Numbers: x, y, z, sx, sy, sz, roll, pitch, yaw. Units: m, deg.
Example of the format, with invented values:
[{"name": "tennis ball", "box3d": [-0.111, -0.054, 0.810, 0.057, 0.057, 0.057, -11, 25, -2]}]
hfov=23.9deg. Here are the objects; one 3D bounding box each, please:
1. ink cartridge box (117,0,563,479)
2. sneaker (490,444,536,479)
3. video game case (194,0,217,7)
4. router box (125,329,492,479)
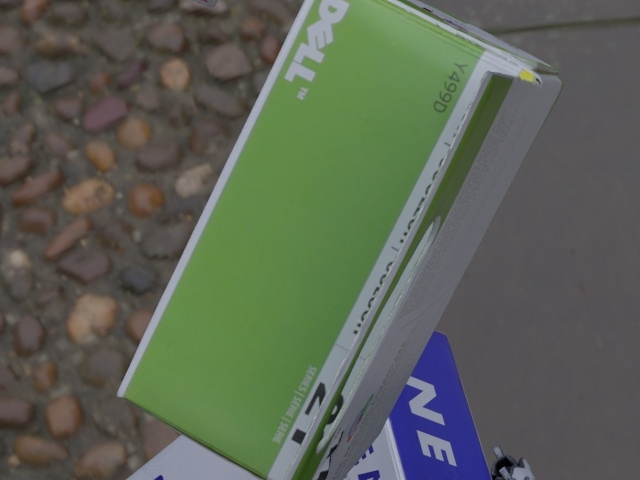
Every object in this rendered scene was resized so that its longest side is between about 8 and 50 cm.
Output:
[{"name": "ink cartridge box", "box3d": [0.000, 0.000, 0.558, 0.097, 0.255, 0.189, 28, 100, 9]}, {"name": "sneaker", "box3d": [0.136, 0.169, 1.014, 0.038, 0.098, 0.069, -33, 71, -2]}, {"name": "video game case", "box3d": [-0.179, -0.294, 1.274, 0.204, 0.285, 0.025, 22, 76, 1]}, {"name": "router box", "box3d": [-0.019, 0.250, 0.842, 0.301, 0.082, 0.335, -41, 44, 29]}]
